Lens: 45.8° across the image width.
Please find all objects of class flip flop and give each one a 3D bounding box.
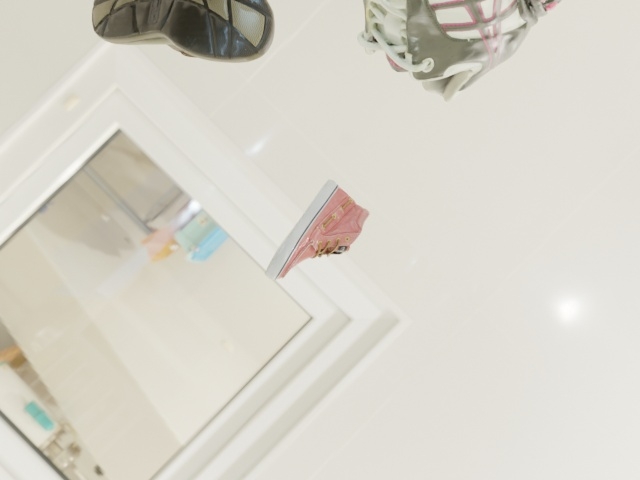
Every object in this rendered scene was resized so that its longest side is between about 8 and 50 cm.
[{"bbox_3d":[-0.166,-0.270,0.931,0.080,0.277,0.112,18,84,-59],"label":"flip flop"}]

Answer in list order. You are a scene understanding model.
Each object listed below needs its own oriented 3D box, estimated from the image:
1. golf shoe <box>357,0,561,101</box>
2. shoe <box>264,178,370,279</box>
[{"bbox_3d":[0.067,-0.154,0.452,0.273,0.105,0.120,6,121,-58],"label":"golf shoe"},{"bbox_3d":[0.000,0.000,1.039,0.178,0.081,0.063,-56,-175,-31],"label":"shoe"}]
